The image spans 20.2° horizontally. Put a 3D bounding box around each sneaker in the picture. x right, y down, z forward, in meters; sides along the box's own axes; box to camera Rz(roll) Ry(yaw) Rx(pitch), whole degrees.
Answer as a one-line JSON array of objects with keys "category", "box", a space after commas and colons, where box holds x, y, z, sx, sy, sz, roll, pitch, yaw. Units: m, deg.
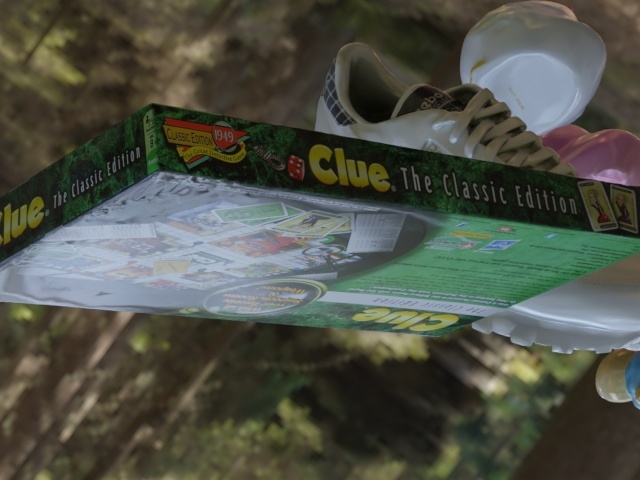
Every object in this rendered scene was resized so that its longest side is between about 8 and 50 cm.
[{"category": "sneaker", "box": [0.084, -0.022, 0.894, 0.235, 0.095, 0.090, 26, -148, 35]}]

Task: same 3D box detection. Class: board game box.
[{"category": "board game box", "box": [0.000, 0.000, 0.692, 0.260, 0.136, 0.030, 7, -116, -42]}]

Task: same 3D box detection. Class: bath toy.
[{"category": "bath toy", "box": [0.200, -0.035, 1.349, 0.348, 0.151, 0.129, 61, -154, -26]}]
